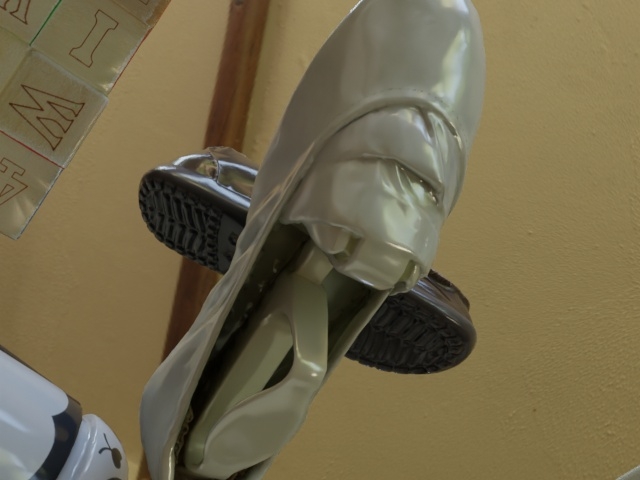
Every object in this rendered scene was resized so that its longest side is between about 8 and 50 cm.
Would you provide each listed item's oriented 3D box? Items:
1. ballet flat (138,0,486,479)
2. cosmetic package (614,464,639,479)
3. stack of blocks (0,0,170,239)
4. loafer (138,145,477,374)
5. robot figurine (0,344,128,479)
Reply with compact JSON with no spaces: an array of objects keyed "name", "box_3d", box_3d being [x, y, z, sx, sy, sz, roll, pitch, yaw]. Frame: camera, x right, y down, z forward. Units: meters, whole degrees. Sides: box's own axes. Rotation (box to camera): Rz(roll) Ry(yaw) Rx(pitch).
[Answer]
[{"name":"ballet flat","box_3d":[0.000,0.027,0.436,0.139,0.139,0.400,40,-72,26]},{"name":"cosmetic package","box_3d":[0.242,0.333,0.614,0.296,0.153,0.129,-39,-129,13]},{"name":"stack of blocks","box_3d":[-0.141,-0.154,0.405,0.297,0.087,0.171,-60,-158,-8]},{"name":"loafer","box_3d":[0.000,0.000,0.673,0.366,0.130,0.134,31,-42,4]},{"name":"robot figurine","box_3d":[-0.273,0.157,0.481,0.174,0.278,0.209,-22,-147,48]}]
